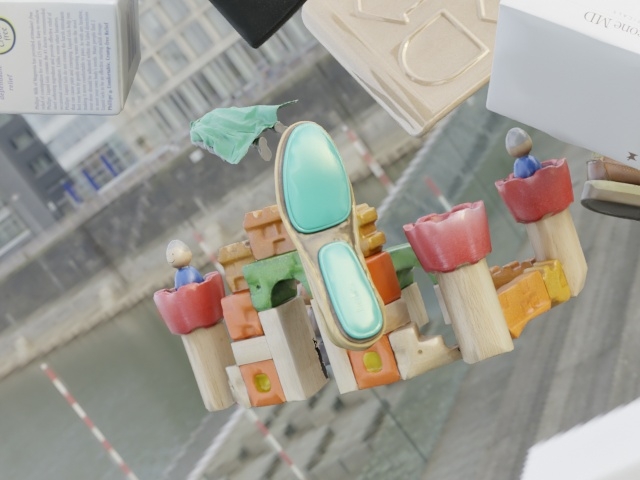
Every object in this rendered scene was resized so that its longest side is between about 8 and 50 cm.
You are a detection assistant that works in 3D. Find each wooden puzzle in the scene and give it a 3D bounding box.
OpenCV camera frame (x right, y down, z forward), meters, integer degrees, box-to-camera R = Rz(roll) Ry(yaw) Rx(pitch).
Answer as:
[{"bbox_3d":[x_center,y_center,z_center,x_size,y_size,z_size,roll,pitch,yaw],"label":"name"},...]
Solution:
[{"bbox_3d":[0.189,-0.348,1.840,0.348,0.322,0.080,-40,-31,0],"label":"wooden puzzle"}]

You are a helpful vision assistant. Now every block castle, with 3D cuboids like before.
[{"bbox_3d":[0.050,0.031,1.418,0.453,0.213,0.303,-15,6,37],"label":"block castle"}]

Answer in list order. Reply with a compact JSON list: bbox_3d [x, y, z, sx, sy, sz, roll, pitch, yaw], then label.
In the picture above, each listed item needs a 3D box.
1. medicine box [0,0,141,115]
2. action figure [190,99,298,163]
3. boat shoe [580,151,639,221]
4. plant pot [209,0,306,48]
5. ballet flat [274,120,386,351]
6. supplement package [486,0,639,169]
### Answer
[{"bbox_3d":[-0.391,-0.273,1.595,0.289,0.149,0.263,0,24,-3],"label":"medicine box"},{"bbox_3d":[-0.135,-0.166,1.873,0.137,0.063,0.232,-44,30,-20],"label":"action figure"},{"bbox_3d":[0.469,-0.067,1.451,0.111,0.307,0.105,48,-124,-73],"label":"boat shoe"},{"bbox_3d":[-0.055,-0.393,1.555,0.167,0.187,0.188,-22,30,43],"label":"plant pot"},{"bbox_3d":[0.000,0.000,1.207,0.080,0.232,0.073,-11,-10,-18],"label":"ballet flat"},{"bbox_3d":[0.306,-0.251,1.199,0.293,0.177,0.175,-59,-17,-24],"label":"supplement package"}]
